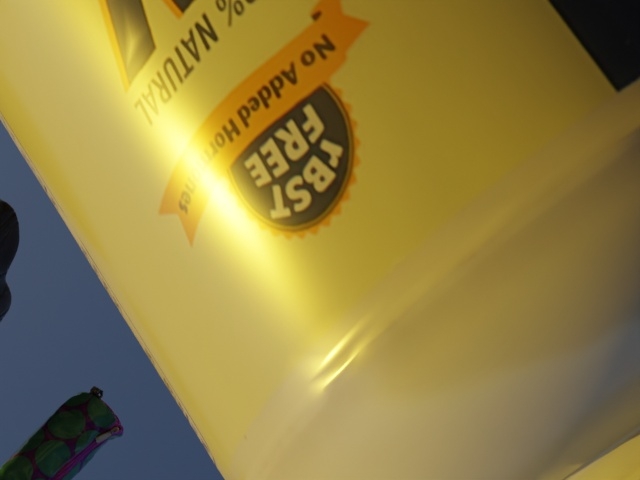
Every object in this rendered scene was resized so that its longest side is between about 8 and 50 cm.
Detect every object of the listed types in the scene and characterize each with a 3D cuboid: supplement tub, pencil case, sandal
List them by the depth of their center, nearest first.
[{"bbox_3d":[0.041,-0.058,0.433,0.235,0.235,0.325,-31,-107,-12],"label":"supplement tub"},{"bbox_3d":[-0.267,0.219,1.763,0.070,0.064,0.152,14,-132,39],"label":"pencil case"},{"bbox_3d":[-0.366,0.029,1.837,0.060,0.219,0.090,37,-120,15],"label":"sandal"}]
